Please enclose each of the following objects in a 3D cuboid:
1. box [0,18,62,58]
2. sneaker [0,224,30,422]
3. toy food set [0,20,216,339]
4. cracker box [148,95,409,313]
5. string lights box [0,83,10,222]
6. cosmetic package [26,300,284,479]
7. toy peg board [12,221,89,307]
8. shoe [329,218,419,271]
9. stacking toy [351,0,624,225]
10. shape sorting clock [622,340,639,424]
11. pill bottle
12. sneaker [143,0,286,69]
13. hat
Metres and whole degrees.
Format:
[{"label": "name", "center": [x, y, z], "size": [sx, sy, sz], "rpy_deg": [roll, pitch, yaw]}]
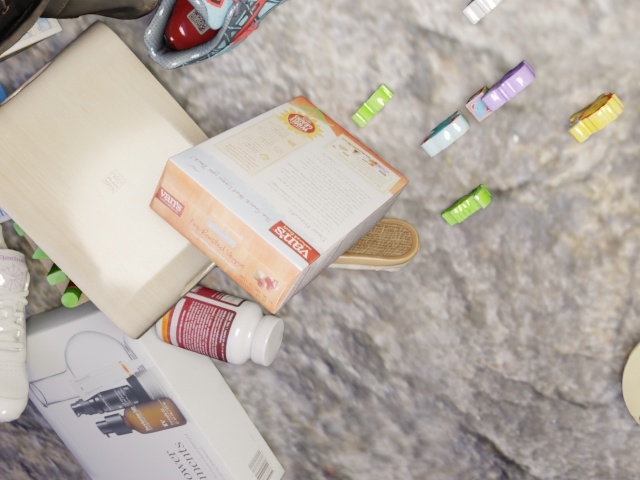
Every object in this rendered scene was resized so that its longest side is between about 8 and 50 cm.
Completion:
[{"label": "box", "center": [-0.404, -0.232, 0.834], "size": [0.114, 0.203, 0.103], "rpy_deg": [-15, 113, 30]}, {"label": "sneaker", "center": [-0.460, 0.101, 1.047], "size": [0.152, 0.114, 0.305], "rpy_deg": [-44, 58, 22]}, {"label": "toy food set", "center": [-0.236, -0.068, 0.885], "size": [0.219, 0.092, 0.306], "rpy_deg": [-43, 101, -8]}, {"label": "cracker box", "center": [-0.032, -0.047, 0.753], "size": [0.155, 0.232, 0.067], "rpy_deg": [40, 127, 9]}, {"label": "string lights box", "center": [-0.466, -0.147, 0.992], "size": [0.133, 0.077, 0.260], "rpy_deg": [-11, 114, 28]}, {"label": "cosmetic package", "center": [-0.269, 0.255, 1.140], "size": [0.284, 0.097, 0.377], "rpy_deg": [-19, 110, 34]}, {"label": "toy peg board", "center": [-0.287, -0.004, 0.956], "size": [0.160, 0.079, 0.161], "rpy_deg": [-25, 110, 2]}, {"label": "shoe", "center": [0.000, 0.000, 0.867], "size": [0.218, 0.077, 0.058], "rpy_deg": [10, 160, 1]}, {"label": "stacking toy", "center": [0.152, -0.125, 0.751], "size": [0.167, 0.052, 0.221], "rpy_deg": [46, 127, -7]}, {"label": "shape sorting clock", "center": [0.426, 0.149, 0.803], "size": [0.206, 0.040, 0.206], "rpy_deg": [5, 124, 7]}, {"label": "pill bottle", "center": [-0.129, 0.112, 0.995], "size": [0.151, 0.086, 0.086], "rpy_deg": [15, 124, 15]}, {"label": "sneaker", "center": [-0.075, -0.247, 0.730], "size": [0.104, 0.125, 0.262], "rpy_deg": [45, 126, -9]}, {"label": "hat", "center": [-0.216, -0.278, 0.721], "size": [0.133, 0.332, 0.331], "rpy_deg": [19, 135, -33]}]
